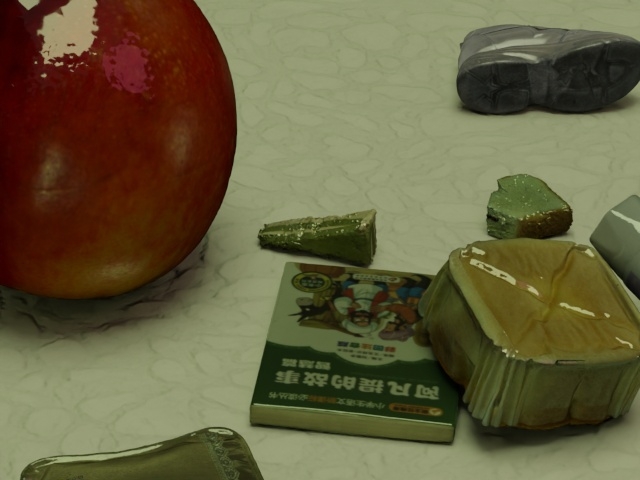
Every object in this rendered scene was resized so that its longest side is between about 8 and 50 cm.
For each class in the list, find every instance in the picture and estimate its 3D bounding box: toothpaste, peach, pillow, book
[{"bbox_3d":[0.418,0.104,1.895,0.125,0.080,0.371,-23,60,-35],"label":"toothpaste"},{"bbox_3d":[-0.264,-0.138,2.017,0.388,0.388,0.388,1,32,-1],"label":"peach"},{"bbox_3d":[-0.162,0.224,1.753,0.217,0.033,0.130,-8,35,-15],"label":"pillow"},{"bbox_3d":[0.045,0.108,1.951,0.202,0.027,0.264,6,33,5],"label":"book"}]

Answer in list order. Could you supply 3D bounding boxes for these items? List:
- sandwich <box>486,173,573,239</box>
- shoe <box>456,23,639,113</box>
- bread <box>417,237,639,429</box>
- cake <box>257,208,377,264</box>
[{"bbox_3d":[0.226,-0.038,2.181,0.093,0.035,0.105,-10,33,-16],"label":"sandwich"},{"bbox_3d":[0.288,-0.232,2.438,0.245,0.095,0.137,-6,35,-1],"label":"shoe"},{"bbox_3d":[0.211,0.094,1.891,0.192,0.109,0.210,-2,36,-23],"label":"bread"},{"bbox_3d":[0.000,0.000,2.125,0.140,0.055,0.051,-5,30,23],"label":"cake"}]
